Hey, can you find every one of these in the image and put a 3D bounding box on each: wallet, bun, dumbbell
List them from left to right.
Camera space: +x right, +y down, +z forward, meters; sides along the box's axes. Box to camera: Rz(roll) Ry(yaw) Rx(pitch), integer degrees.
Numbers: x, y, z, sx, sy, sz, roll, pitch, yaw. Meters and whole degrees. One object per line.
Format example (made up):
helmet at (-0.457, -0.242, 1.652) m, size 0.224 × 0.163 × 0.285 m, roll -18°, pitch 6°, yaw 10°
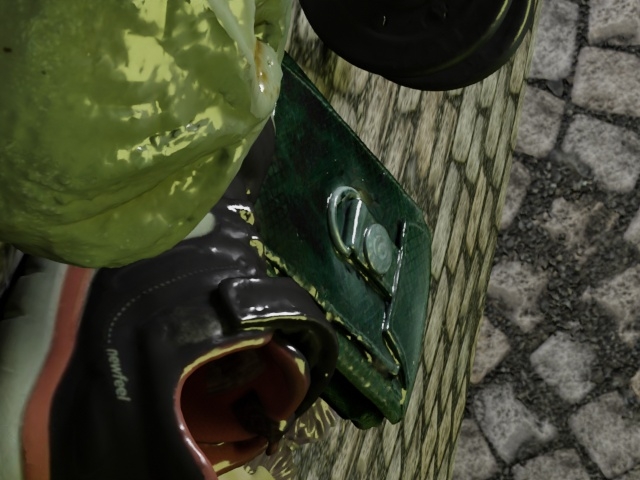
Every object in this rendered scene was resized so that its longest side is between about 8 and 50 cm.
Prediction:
bun at (-0.073, -0.078, 0.709) m, size 0.195 × 0.118 × 0.195 m, roll 12°, pitch 90°, yaw -82°
wallet at (0.002, 0.000, 1.127) m, size 0.236 × 0.055 × 0.160 m, roll 49°, pitch 46°, yaw -48°
dumbbell at (0.067, -0.175, 1.222) m, size 0.325 × 0.143 × 0.143 m, roll -6°, pitch 107°, yaw -79°

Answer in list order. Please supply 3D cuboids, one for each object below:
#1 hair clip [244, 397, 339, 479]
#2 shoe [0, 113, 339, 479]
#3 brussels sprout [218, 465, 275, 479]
hair clip at (-0.040, 0.119, 1.196) m, size 0.292 × 0.084 × 0.106 m, roll -66°, pitch 146°, yaw -30°
shoe at (-0.057, 0.030, 0.833) m, size 0.114 × 0.137 × 0.291 m, roll 90°, pitch 15°, yaw -47°
brussels sprout at (-0.076, 0.188, 0.907) m, size 0.161 × 0.144 × 0.180 m, roll 10°, pitch 105°, yaw -43°
